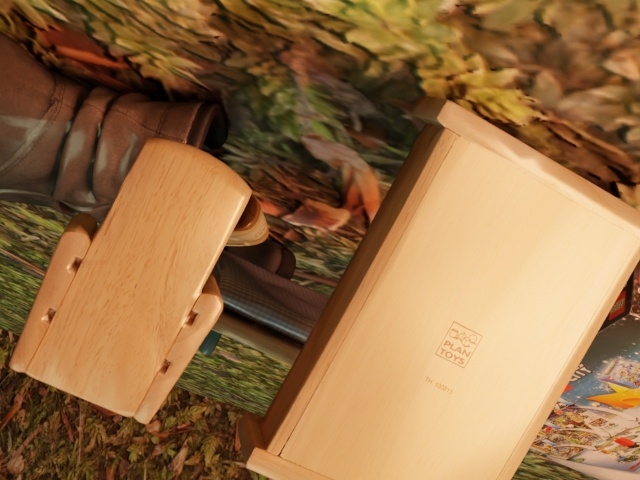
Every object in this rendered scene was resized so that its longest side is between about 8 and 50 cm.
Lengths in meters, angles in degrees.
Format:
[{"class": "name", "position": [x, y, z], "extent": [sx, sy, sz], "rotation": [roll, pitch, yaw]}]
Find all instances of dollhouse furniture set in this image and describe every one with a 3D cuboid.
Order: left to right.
[{"class": "dollhouse furniture set", "position": [0.000, 0.000, 0.543], "extent": [0.286, 0.198, 0.303], "rotation": [27, -174, -15]}]

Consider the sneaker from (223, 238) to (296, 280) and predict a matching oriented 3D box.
[{"class": "sneaker", "position": [-0.118, 0.017, 0.779], "extent": [0.098, 0.083, 0.223], "rotation": [38, 158, -32]}]

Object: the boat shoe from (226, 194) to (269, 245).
[{"class": "boat shoe", "position": [-0.104, -0.018, 0.702], "extent": [0.135, 0.050, 0.045], "rotation": [12, 156, 28]}]

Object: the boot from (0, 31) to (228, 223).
[{"class": "boot", "position": [-0.200, -0.046, 0.634], "extent": [0.222, 0.118, 0.338], "rotation": [20, 168, -15]}]

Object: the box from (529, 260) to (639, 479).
[{"class": "box", "position": [0.220, 0.108, 0.615], "extent": [0.159, 0.044, 0.233], "rotation": [24, 147, -8]}]
